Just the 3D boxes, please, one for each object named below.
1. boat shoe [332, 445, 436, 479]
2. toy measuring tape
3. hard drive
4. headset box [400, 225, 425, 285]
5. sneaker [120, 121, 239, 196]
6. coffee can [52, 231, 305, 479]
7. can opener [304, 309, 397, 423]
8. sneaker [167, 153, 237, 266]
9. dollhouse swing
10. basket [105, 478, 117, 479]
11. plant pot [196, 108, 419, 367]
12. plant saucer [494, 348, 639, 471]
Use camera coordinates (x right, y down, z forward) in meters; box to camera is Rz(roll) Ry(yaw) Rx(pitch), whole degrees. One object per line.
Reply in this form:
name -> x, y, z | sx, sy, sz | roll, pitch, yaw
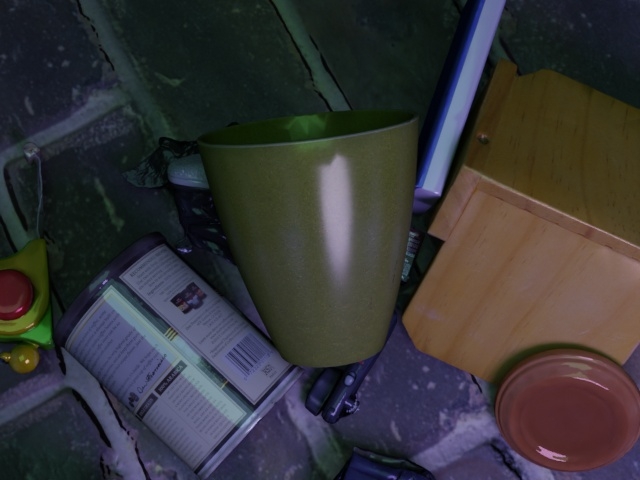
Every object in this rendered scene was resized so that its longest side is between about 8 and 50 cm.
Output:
boat shoe -> 0.156, 0.398, 1.417 | 0.341, 0.127, 0.158 | 21, 91, 3
toy measuring tape -> -0.437, 0.024, 1.475 | 0.121, 0.121, 0.330 | -8, 75, -1
hard drive -> 0.182, -0.200, 1.453 | 0.040, 0.210, 0.318 | 19, 83, 0
headset box -> 0.121, 0.019, 1.500 | 0.032, 0.062, 0.083 | 20, 84, 1
sneaker -> -0.197, -0.126, 1.521 | 0.089, 0.051, 0.170 | 41, 87, 1
coffee can -> -0.187, 0.153, 1.410 | 0.275, 0.201, 0.201 | 43, 84, 4
can opener -> 0.053, 0.174, 1.481 | 0.073, 0.059, 0.186 | 35, 84, 4
sneaker -> -0.083, -0.045, 1.493 | 0.269, 0.101, 0.153 | -3, 105, -19
dollhouse swing -> 0.319, 0.003, 1.467 | 0.347, 0.305, 0.315 | 24, 52, 0
basket -> -0.284, 0.518, 1.303 | 0.328, 0.266, 0.331 | 41, 97, 4
plant pot -> 0.000, 0.000, 1.332 | 0.275, 0.275, 0.293 | -7, 102, -1
plant saucer -> 0.335, 0.239, 1.431 | 0.200, 0.037, 0.200 | 6, 118, 11
